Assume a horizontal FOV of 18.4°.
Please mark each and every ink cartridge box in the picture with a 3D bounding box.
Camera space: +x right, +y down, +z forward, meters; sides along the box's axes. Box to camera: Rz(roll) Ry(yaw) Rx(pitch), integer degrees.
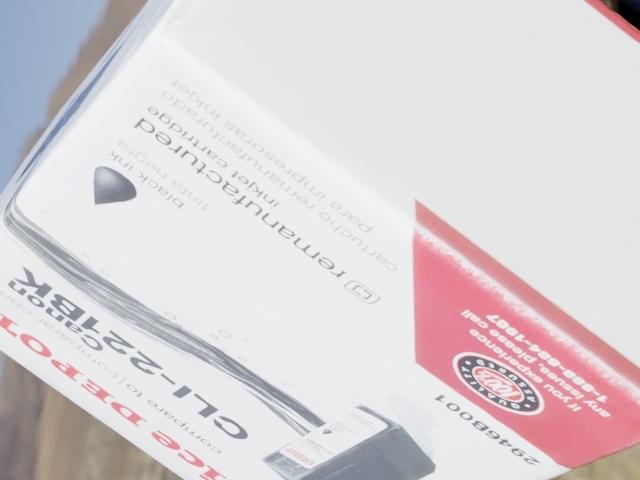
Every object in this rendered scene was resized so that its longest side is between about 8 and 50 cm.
[{"bbox_3d":[0.000,0.000,0.700,0.114,0.197,0.273,-58,10,-28],"label":"ink cartridge box"}]

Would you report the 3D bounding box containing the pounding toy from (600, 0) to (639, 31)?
[{"bbox_3d":[0.066,-0.113,0.726,0.269,0.154,0.155,66,-149,-24],"label":"pounding toy"}]
